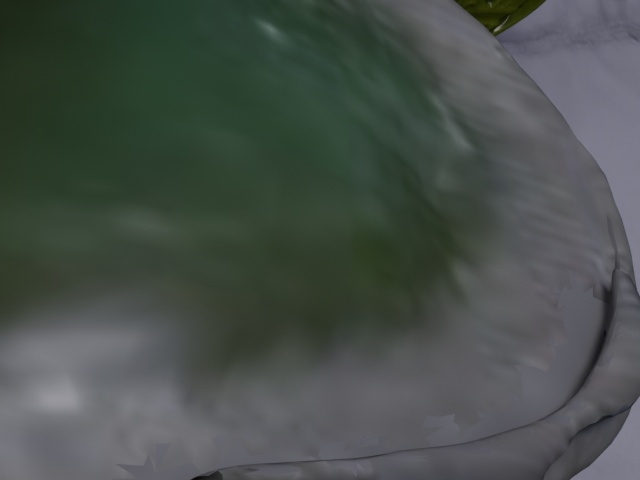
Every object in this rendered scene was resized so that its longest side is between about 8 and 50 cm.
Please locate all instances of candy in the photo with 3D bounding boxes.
[{"bbox_3d":[-0.052,-0.009,0.631,0.427,0.186,0.386,7,48,-27],"label":"candy"}]

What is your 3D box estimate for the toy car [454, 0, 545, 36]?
[{"bbox_3d":[0.055,-0.213,0.942,0.248,0.200,0.142,-5,57,-45],"label":"toy car"}]
